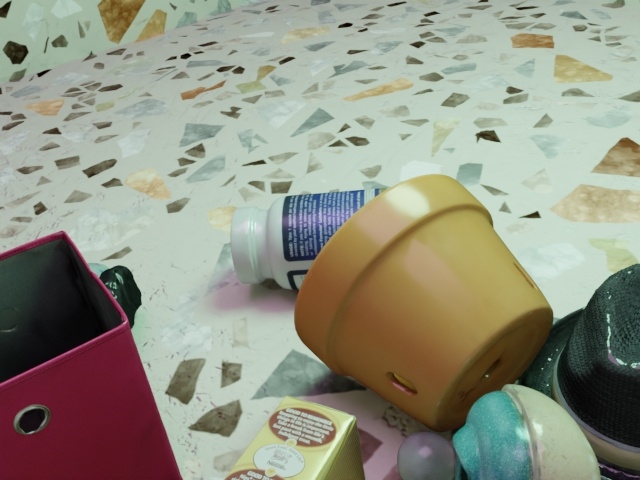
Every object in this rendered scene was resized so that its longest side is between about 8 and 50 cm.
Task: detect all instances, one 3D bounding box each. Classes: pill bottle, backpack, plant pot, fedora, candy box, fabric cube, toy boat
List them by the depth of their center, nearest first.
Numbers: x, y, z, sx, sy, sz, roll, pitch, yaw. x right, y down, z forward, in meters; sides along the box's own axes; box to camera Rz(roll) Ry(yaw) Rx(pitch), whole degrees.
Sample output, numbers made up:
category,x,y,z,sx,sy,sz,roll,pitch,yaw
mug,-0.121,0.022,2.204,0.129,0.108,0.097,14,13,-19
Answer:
category,x,y,z,sx,sy,sz,roll,pitch,yaw
candy box,-0.062,0.319,0.648,0.087,0.183,0.316,12,38,28
toy boat,0.156,0.258,0.686,0.148,0.267,0.318,1,3,2
fabric cube,-0.349,0.188,0.851,0.254,0.258,0.259,-24,36,-24
fedora,0.396,0.129,0.855,0.334,0.152,0.334,-7,32,4
plant pot,0.143,0.092,0.887,0.291,0.291,0.203,-28,54,-26
backpack,-0.376,0.103,1.092,0.182,0.115,0.152,-15,14,1
pill bottle,0.000,0.000,1.148,0.265,0.153,0.153,-4,33,7
